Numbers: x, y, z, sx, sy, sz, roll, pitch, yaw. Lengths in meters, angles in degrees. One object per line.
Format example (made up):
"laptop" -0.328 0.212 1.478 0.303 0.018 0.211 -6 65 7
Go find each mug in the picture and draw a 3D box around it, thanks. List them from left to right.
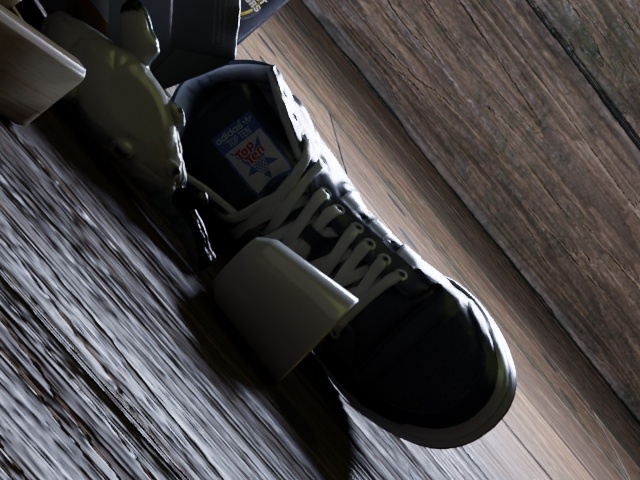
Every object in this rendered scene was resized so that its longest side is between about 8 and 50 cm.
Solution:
"mug" -0.027 0.037 0.992 0.064 0.078 0.062 44 40 3

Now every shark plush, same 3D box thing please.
"shark plush" -0.097 -0.061 1.001 0.161 0.073 0.067 47 -22 -3

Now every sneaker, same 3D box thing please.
"sneaker" 0.000 0.000 1.096 0.282 0.099 0.153 50 -1 40

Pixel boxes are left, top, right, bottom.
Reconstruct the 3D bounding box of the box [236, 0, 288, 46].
"box" -0.187 -0.392 1.809 0.318 0.097 0.395 45 11 -29

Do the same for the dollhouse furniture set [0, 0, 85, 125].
"dollhouse furniture set" -0.107 -0.198 0.839 0.161 0.242 0.212 56 9 22

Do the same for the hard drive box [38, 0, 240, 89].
"hard drive box" -0.137 -0.224 1.075 0.232 0.089 0.181 56 -22 26
